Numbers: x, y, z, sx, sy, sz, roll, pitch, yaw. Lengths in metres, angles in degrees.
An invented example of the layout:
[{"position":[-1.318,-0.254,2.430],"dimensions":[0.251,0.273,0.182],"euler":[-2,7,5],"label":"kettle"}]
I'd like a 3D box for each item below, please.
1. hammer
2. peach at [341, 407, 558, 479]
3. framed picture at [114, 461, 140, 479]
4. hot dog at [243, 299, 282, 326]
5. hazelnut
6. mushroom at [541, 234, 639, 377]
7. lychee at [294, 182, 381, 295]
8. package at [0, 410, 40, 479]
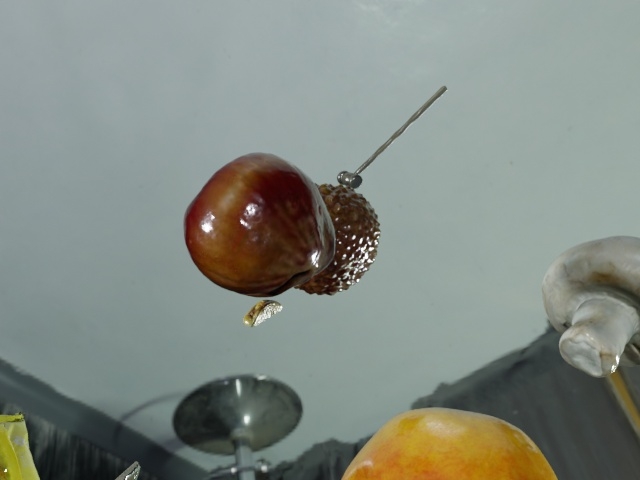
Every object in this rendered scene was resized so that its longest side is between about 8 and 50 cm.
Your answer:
[{"position":[0.148,-0.208,1.557],"dimensions":[0.292,0.058,0.029],"euler":[-45,122,-12],"label":"hammer"},{"position":[0.174,0.360,1.037],"dimensions":[0.288,0.289,0.308],"euler":[-5,173,-8],"label":"peach"},{"position":[-0.464,0.590,1.557],"dimensions":[0.016,0.289,0.213],"euler":[25,113,14],"label":"framed picture"},{"position":[-0.113,0.136,1.542],"dimensions":[0.090,0.030,0.034],"euler":[-28,124,-39],"label":"hot dog"},{"position":[-0.065,-0.016,0.977],"dimensions":[0.178,0.178,0.204],"euler":[-33,158,16],"label":"hazelnut"},{"position":[0.456,0.121,1.237],"dimensions":[0.243,0.244,0.244],"euler":[-7,132,-7],"label":"mushroom"},{"position":[0.000,0.000,1.361],"dimensions":[0.238,0.200,0.200],"euler":[-28,143,-36],"label":"lychee"},{"position":[-0.542,0.385,1.318],"dimensions":[0.090,0.226,0.168],"euler":[-39,153,22],"label":"package"}]
